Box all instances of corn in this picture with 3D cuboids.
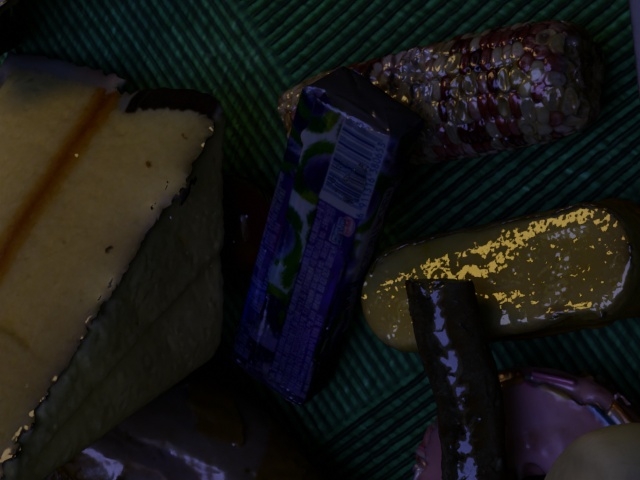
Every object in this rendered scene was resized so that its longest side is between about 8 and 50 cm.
[{"bbox_3d":[0.087,-0.110,1.553,0.290,0.098,0.098,-7,94,33],"label":"corn"}]

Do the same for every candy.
[{"bbox_3d":[0.000,0.000,1.582,0.088,0.061,0.312,34,134,16],"label":"candy"}]

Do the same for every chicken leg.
[{"bbox_3d":[-0.089,0.246,1.634,0.409,0.295,0.182,24,128,14],"label":"chicken leg"}]

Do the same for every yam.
[{"bbox_3d":[0.114,0.147,1.492,0.061,0.061,0.252,-7,98,32],"label":"yam"}]

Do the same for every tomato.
[{"bbox_3d":[-0.070,-0.015,1.676,0.087,0.075,0.087,9,115,21],"label":"tomato"}]

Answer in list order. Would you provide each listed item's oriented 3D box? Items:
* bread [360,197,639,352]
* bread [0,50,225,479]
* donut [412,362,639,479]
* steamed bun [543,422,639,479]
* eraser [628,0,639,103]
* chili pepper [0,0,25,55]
[{"bbox_3d":[0.150,0.029,1.541,0.246,0.094,0.102,-14,82,31],"label":"bread"},{"bbox_3d":[-0.267,0.016,1.599,0.346,0.405,0.242,9,112,36],"label":"bread"},{"bbox_3d":[0.186,0.191,1.546,0.233,0.085,0.199,22,109,27],"label":"donut"},{"bbox_3d":[0.272,0.356,1.365,0.371,0.290,0.455,14,99,-9],"label":"steamed bun"},{"bbox_3d":[0.269,-0.157,1.400,0.089,0.061,0.352,8,128,30],"label":"eraser"},{"bbox_3d":[-0.249,-0.272,1.707,0.116,0.148,0.264,45,112,-5],"label":"chili pepper"}]
